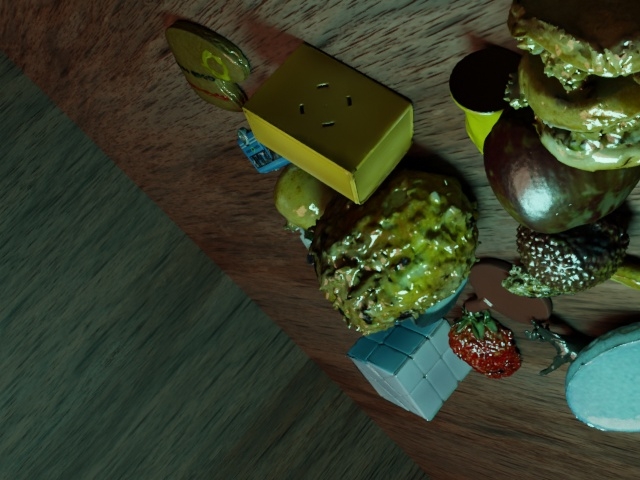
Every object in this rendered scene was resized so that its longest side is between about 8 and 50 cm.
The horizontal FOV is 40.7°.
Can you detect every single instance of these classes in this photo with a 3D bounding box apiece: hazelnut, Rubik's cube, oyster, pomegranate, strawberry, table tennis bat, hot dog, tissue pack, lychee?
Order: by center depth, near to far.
[{"bbox_3d":[0.341,-0.123,1.220,0.218,0.234,0.218,63,175,10],"label":"hazelnut"},{"bbox_3d":[0.418,0.006,1.451,0.188,0.188,0.188,36,161,14],"label":"lychee"},{"bbox_3d":[0.501,0.039,1.563,0.216,0.047,0.066,23,169,43],"label":"hot dog"},{"bbox_3d":[0.021,-0.228,1.690,0.275,0.194,0.145,34,165,22],"label":"tissue pack"},{"bbox_3d":[0.443,0.084,1.762,0.177,0.056,0.105,3,145,45],"label":"oyster"},{"bbox_3d":[0.409,0.127,1.965,0.200,0.038,0.310,42,161,-3],"label":"table tennis bat"},{"bbox_3d":[-0.029,-0.101,2.079,0.196,0.196,0.196,36,161,14],"label":"pomegranate"},{"bbox_3d":[0.413,0.280,2.201,0.188,0.106,0.286,20,153,51],"label":"strawberry"},{"bbox_3d":[0.256,0.339,2.461,0.231,0.224,0.221,18,151,51],"label":"Rubik's cube"}]

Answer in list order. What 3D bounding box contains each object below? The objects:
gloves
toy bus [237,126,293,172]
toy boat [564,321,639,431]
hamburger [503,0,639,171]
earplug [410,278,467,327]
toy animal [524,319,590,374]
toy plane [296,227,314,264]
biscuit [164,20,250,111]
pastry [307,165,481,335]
[{"bbox_3d":[0.295,-0.182,1.425,0.133,0.116,0.294,63,-176,31],"label":"gloves"},{"bbox_3d":[-0.092,-0.236,1.975,0.134,0.114,0.246,59,158,-9],"label":"toy bus"},{"bbox_3d":[0.624,0.257,1.694,0.215,0.123,0.330,39,138,-1],"label":"toy boat"},{"bbox_3d":[0.334,-0.222,1.000,0.261,0.245,0.211,-14,138,21],"label":"hamburger"},{"bbox_3d":[0.172,0.047,2.076,0.324,0.185,0.185,36,162,34],"label":"earplug"},{"bbox_3d":[0.554,0.254,1.873,0.233,0.084,0.148,22,154,30],"label":"toy animal"},{"bbox_3d":[-0.003,0.004,2.357,0.255,0.101,0.251,49,-163,29],"label":"toy plane"},{"bbox_3d":[-0.255,-0.398,2.069,0.262,0.052,0.277,31,160,28],"label":"biscuit"},{"bbox_3d":[0.134,0.023,1.787,0.292,0.337,0.405,53,159,-22],"label":"pastry"}]
